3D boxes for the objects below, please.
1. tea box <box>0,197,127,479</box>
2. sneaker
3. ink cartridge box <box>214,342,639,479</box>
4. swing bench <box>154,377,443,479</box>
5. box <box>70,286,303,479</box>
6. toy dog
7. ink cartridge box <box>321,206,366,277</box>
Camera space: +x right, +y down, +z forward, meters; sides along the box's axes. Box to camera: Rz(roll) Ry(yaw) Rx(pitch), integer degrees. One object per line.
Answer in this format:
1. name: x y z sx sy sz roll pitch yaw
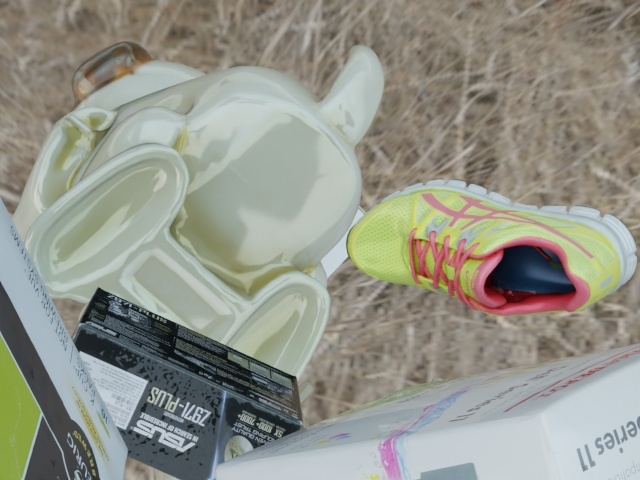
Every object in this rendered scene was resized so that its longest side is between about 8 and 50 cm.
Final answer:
1. tea box: -0.271 0.096 0.764 0.220 0.323 0.329 -20 113 8
2. sneaker: 0.108 0.011 1.067 0.208 0.094 0.081 2 114 25
3. ink cartridge box: 0.131 0.144 0.943 0.207 0.353 0.119 -16 90 -45
4. swing bench: -0.006 0.278 1.737 0.255 0.253 0.165 -25 102 -39
5. box: -0.111 0.117 1.164 0.180 0.147 0.077 25 97 -7
6. toy dog: -0.146 -0.069 1.503 0.284 0.408 0.395 33 91 -25
7. ink cartridge box: 0.000 0.000 1.774 0.056 0.135 0.099 45 82 -8
